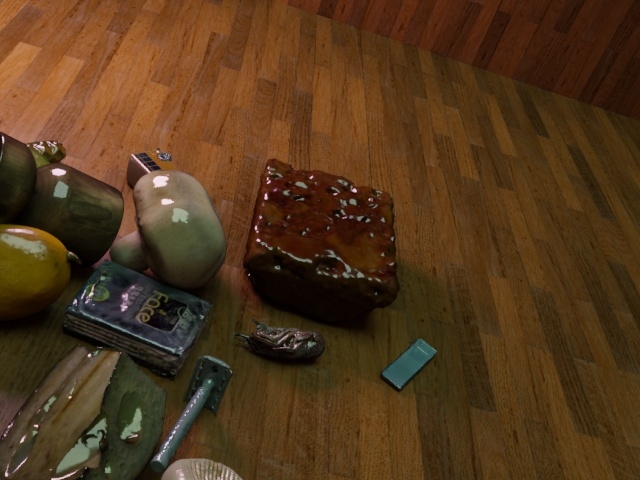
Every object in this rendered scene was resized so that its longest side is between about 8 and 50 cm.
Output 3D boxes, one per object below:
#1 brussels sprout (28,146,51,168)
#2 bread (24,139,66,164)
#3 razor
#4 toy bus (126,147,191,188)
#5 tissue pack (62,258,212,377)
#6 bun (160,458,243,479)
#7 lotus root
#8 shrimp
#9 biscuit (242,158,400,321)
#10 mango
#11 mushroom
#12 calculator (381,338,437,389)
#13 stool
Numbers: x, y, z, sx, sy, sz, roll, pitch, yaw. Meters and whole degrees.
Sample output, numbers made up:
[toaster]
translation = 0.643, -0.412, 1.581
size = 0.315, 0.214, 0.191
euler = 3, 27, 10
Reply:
[brussels sprout]
translation = -0.640, -0.125, 1.630
size = 0.161, 0.144, 0.180
euler = 12, 43, -31
[bread]
translation = -0.640, -0.201, 1.809
size = 0.066, 0.060, 0.110
euler = 13, 23, 41
[razor]
translation = -0.221, 0.300, 1.300
size = 0.068, 0.106, 0.232
euler = 23, 29, 3
[toy bus]
translation = -0.370, -0.130, 1.837
size = 0.103, 0.091, 0.182
euler = -18, 49, -41
[tissue pack]
translation = -0.344, 0.144, 1.491
size = 0.235, 0.073, 0.173
euler = 23, 35, 2
[bun]
translation = -0.167, 0.416, 1.192
size = 0.183, 0.102, 0.183
euler = 32, 9, -5
[lotus root]
translation = -0.362, 0.302, 1.225
size = 0.210, 0.142, 0.314
euler = -9, 32, 22
[shrimp]
translation = -0.083, 0.200, 1.570
size = 0.190, 0.075, 0.073
euler = 6, 68, -6
[biscuit]
translation = 0.000, 0.000, 1.800
size = 0.343, 0.166, 0.395
euler = 18, 36, -9
[mango]
translation = -0.585, 0.058, 1.391
size = 0.317, 0.176, 0.119
euler = -2, 18, -7
[mushroom]
translation = -0.319, -0.012, 1.604
size = 0.234, 0.254, 0.260
euler = -22, 0, -1
[calculator]
translation = 0.190, 0.262, 1.679
size = 0.057, 0.018, 0.172
euler = 34, 36, 19
[stool]
translation = -0.535, -0.072, 1.505
size = 0.264, 0.179, 0.179
euler = 29, 24, -40
